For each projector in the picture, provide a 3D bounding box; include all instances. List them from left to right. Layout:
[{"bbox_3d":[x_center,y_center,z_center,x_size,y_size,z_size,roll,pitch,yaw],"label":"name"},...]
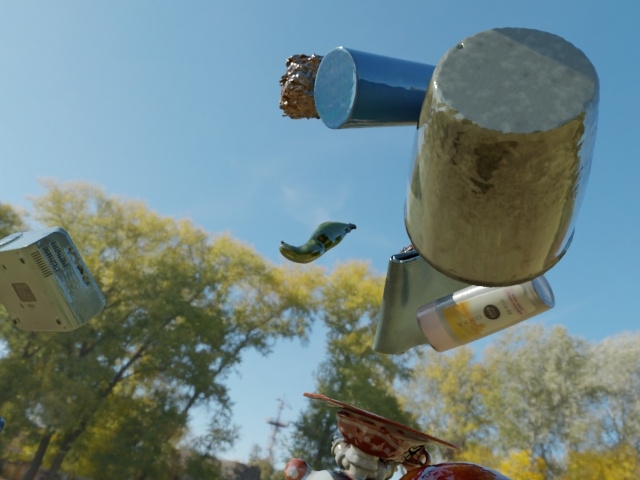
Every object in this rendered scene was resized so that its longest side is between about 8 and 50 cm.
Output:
[{"bbox_3d":[-0.595,0.085,1.209,0.250,0.108,0.198,-4,-65,39],"label":"projector"}]

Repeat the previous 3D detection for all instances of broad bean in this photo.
[{"bbox_3d":[0.000,0.000,1.265,0.214,0.070,0.048,-22,-15,-40],"label":"broad bean"}]

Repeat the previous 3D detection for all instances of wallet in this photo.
[{"bbox_3d":[0.256,0.123,1.300,0.290,0.054,0.251,-11,-59,-28],"label":"wallet"}]

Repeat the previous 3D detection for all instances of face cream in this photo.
[{"bbox_3d":[0.318,0.138,1.128,0.269,0.073,0.107,-31,-94,40],"label":"face cream"}]

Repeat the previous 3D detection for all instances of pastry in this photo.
[{"bbox_3d":[-0.013,-0.479,1.722,0.275,0.275,0.192,-7,-61,34],"label":"pastry"}]

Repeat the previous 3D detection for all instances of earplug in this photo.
[{"bbox_3d":[0.139,-0.259,1.008,0.273,0.132,0.132,-5,-16,-30],"label":"earplug"}]

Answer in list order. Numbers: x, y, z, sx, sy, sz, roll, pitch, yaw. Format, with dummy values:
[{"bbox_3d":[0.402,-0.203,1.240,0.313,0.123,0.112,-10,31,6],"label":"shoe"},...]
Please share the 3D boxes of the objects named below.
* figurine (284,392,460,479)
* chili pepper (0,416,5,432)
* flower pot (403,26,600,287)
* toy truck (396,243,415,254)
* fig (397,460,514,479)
[{"bbox_3d":[0.037,0.329,0.710,0.184,0.226,0.160,22,-18,-7],"label":"figurine"},{"bbox_3d":[-0.581,0.352,0.892,0.116,0.148,0.264,19,11,-25],"label":"chili pepper"},{"bbox_3d":[0.273,-0.125,0.886,0.294,0.293,0.330,7,-29,13],"label":"flower pot"},{"bbox_3d":[0.236,0.023,1.466,0.083,0.032,0.024,-36,-35,14],"label":"toy truck"},{"bbox_3d":[0.144,0.335,0.544,0.235,0.235,0.214,0,4,25],"label":"fig"}]
